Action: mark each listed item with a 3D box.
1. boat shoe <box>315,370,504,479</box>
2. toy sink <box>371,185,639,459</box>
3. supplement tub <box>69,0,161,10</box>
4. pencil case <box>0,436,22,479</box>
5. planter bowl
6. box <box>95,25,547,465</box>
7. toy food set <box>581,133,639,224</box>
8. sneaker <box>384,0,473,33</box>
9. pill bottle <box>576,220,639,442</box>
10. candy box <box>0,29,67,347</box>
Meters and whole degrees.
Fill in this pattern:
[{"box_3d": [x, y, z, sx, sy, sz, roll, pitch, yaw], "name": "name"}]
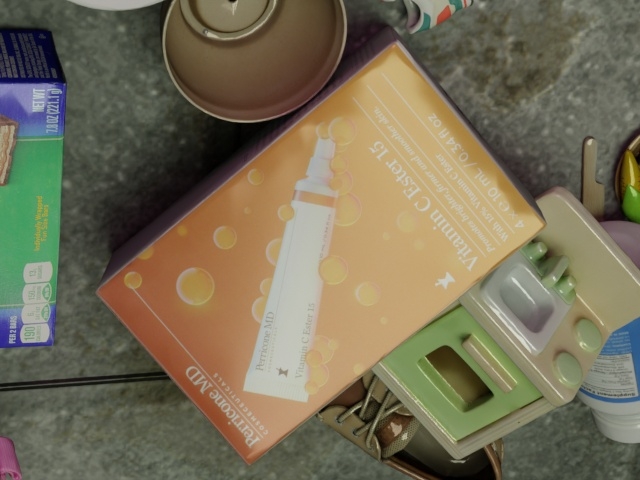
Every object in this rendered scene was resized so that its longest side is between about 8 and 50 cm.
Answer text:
[{"box_3d": [0.065, 0.156, 1.917, 0.324, 0.116, 0.123, 29, 107, -25], "name": "boat shoe"}, {"box_3d": [0.174, 0.083, 1.820, 0.153, 0.131, 0.234, 48, 133, -8], "name": "toy sink"}, {"box_3d": [-0.177, -0.305, 1.497, 0.191, 0.272, 0.191, -7, 120, -13], "name": "supplement tub"}, {"box_3d": [-0.478, 0.220, 1.771, 0.386, 0.167, 0.160, 8, 83, -21], "name": "pencil case"}, {"box_3d": [-0.069, -0.199, 1.686, 0.162, 0.109, 0.162, -8, 120, -14], "name": "planter bowl"}, {"box_3d": [0.000, 0.000, 1.746, 0.345, 0.168, 0.215, -40, 99, 7], "name": "box"}, {"box_3d": [0.357, -0.061, 1.933, 0.192, 0.038, 0.132, -12, 121, -10], "name": "toy food set"}, {"box_3d": [0.073, -0.253, 1.729, 0.075, 0.057, 0.161, -36, 125, -2], "name": "sneaker"}, {"box_3d": [0.305, 0.098, 1.951, 0.124, 0.124, 0.221, -22, 131, -4], "name": "pill bottle"}, {"box_3d": [-0.388, -0.041, 1.670, 0.317, 0.122, 0.268, -1, 119, -15], "name": "candy box"}]
